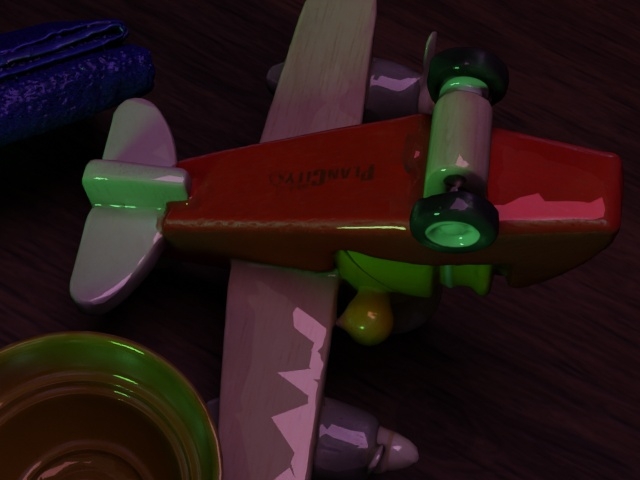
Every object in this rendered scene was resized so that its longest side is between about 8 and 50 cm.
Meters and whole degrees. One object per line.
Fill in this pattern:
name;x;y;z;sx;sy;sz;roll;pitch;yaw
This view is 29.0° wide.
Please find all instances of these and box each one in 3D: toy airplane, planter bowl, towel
toy airplane;0.000;0.000;0.988;0.386;0.272;0.384;-44;52;-2
planter bowl;-0.172;0.179;0.859;0.217;0.090;0.217;0;62;0
towel;-0.318;-0.126;1.034;0.308;0.076;0.228;-23;25;-30
